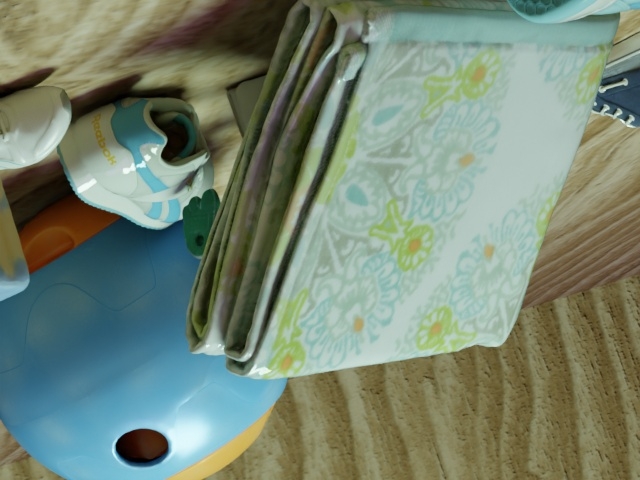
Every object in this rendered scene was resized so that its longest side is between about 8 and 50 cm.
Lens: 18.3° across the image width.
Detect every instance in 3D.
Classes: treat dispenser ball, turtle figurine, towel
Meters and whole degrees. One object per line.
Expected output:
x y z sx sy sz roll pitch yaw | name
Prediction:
-0.168 0.089 1.822 0.288 0.288 0.288 -18 170 -3 | treat dispenser ball
0.000 0.000 1.693 0.175 0.118 0.234 -27 158 30 | turtle figurine
0.074 -0.055 1.582 0.374 0.090 0.320 -4 121 -48 | towel

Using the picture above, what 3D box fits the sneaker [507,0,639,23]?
0.290 -0.244 1.376 0.208 0.127 0.319 -9 176 -37 | sneaker

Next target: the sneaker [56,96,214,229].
-0.130 -0.067 1.648 0.092 0.087 0.228 -24 171 16 | sneaker

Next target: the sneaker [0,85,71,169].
-0.254 -0.074 1.471 0.152 0.054 0.061 -22 167 18 | sneaker

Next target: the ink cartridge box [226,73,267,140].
0.013 -0.097 1.743 0.148 0.086 0.203 -19 170 4 | ink cartridge box

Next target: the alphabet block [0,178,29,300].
-0.319 -0.031 1.174 0.193 0.197 0.192 -23 170 23 | alphabet block

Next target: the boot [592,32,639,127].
0.297 -0.145 2.010 0.190 0.086 0.069 -28 167 40 | boot
